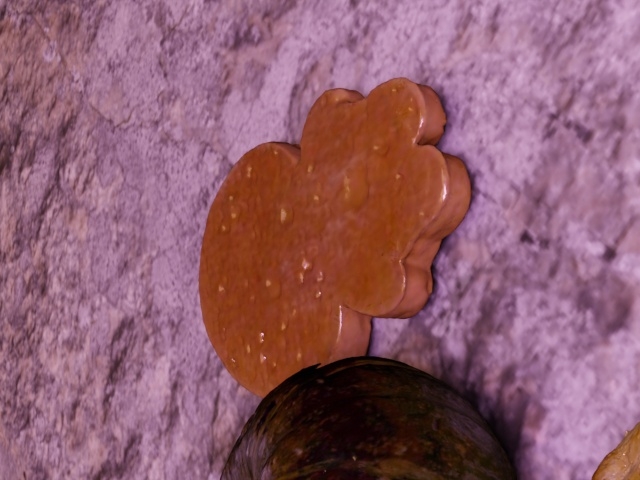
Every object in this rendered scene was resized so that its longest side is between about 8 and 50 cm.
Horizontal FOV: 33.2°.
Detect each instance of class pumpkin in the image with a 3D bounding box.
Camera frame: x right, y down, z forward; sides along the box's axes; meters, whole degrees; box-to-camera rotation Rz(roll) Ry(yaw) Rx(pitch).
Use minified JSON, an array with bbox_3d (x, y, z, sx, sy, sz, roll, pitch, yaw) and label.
[{"bbox_3d":[0.010,0.178,0.623,0.238,0.159,0.237,-45,33,42],"label":"pumpkin"}]

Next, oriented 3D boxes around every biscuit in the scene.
[{"bbox_3d":[0.001,0.000,0.771,0.289,0.044,0.202,-44,55,38],"label":"biscuit"}]

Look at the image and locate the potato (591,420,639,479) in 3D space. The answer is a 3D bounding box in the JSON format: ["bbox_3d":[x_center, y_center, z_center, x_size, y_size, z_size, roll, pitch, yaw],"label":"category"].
[{"bbox_3d":[0.197,0.124,0.490,0.171,0.080,0.107,-7,94,49],"label":"potato"}]
